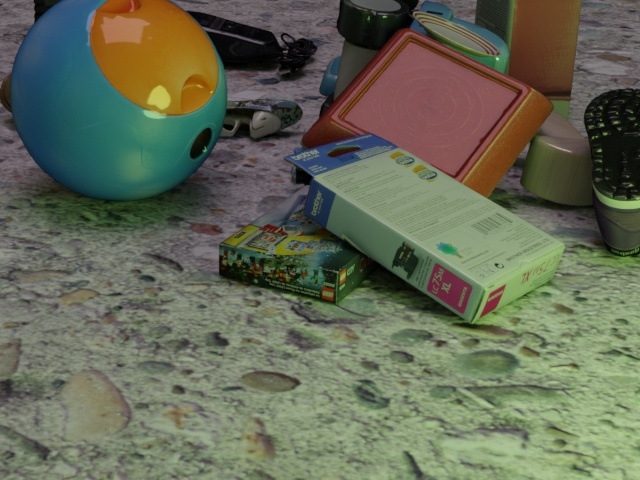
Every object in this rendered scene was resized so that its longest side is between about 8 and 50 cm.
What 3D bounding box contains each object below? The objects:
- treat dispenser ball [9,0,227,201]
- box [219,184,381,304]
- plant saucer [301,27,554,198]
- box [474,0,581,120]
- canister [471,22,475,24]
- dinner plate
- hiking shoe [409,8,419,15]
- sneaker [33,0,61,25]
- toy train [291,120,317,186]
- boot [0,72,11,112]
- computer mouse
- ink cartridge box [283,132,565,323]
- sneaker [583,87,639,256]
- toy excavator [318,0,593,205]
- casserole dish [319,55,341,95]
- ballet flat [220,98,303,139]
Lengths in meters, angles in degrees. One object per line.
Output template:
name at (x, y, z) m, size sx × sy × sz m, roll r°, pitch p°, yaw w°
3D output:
treat dispenser ball at (-0.269, -0.195, 1.732) m, size 0.288 × 0.288 × 0.288 m, roll 1°, pitch 23°, yaw -1°
box at (0.000, 0.000, 1.601) m, size 0.159 × 0.044 × 0.233 m, roll 14°, pitch 26°, yaw 23°
plant saucer at (0.148, -0.171, 1.746) m, size 0.259 × 0.048 × 0.258 m, roll 30°, pitch 60°, yaw 18°
box at (0.337, -0.323, 2.139) m, size 0.127 × 0.232 × 0.148 m, roll -5°, pitch 24°, yaw -16°
canister at (0.314, -0.358, 2.422) m, size 0.126 × 0.073 × 0.170 m, roll -3°, pitch 22°, yaw -13°
dinner plate at (0.194, -0.291, 1.853) m, size 0.141 × 0.017 × 0.141 m, roll 23°, pitch 19°, yaw -8°
hiking shoe at (0.188, -0.378, 2.406) m, size 0.086 × 0.114 × 0.227 m, roll 3°, pitch 23°, yaw 1°
sneaker at (-0.437, -0.360, 2.283) m, size 0.104 × 0.147 × 0.296 m, roll -12°, pitch 28°, yaw -33°
toy train at (0.051, -0.117, 1.802) m, size 0.184 × 0.105 × 0.080 m, roll -1°, pitch 23°, yaw -7°
boot at (-0.362, -0.268, 1.978) m, size 0.236 × 0.089 × 0.269 m, roll -7°, pitch -9°, yaw -20°
computer mouse at (-0.152, -0.358, 2.408) m, size 0.272 × 0.072 × 0.188 m, roll 16°, pitch 23°, yaw 3°
ink cartridge box at (0.117, -0.025, 1.558) m, size 0.311 × 0.065 × 0.186 m, roll 35°, pitch 35°, yaw 26°
sneaker at (0.397, -0.091, 1.704) m, size 0.107 × 0.124 × 0.283 m, roll 4°, pitch 39°, yaw 15°
toy excavator at (0.226, -0.219, 1.959) m, size 0.445 × 0.222 × 0.433 m, roll 13°, pitch 26°, yaw 6°
casserole dish at (0.059, -0.295, 2.304) m, size 0.114 × 0.037 × 0.188 m, roll 4°, pitch 24°, yaw 6°
ballet flat at (-0.122, -0.185, 2.023) m, size 0.188 × 0.070 × 0.070 m, roll 0°, pitch 23°, yaw 1°
